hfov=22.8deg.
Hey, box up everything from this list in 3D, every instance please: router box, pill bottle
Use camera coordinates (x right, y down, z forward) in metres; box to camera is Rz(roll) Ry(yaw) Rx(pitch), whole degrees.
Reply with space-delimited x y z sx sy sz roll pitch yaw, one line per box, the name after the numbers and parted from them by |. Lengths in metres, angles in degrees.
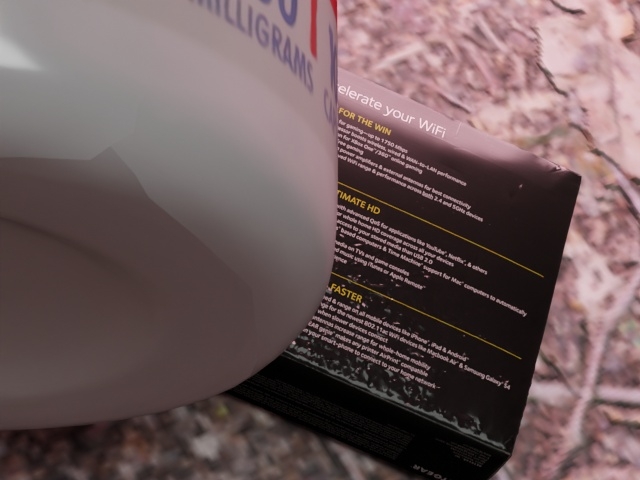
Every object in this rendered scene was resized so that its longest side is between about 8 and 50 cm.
0.000 0.000 0.599 0.179 0.046 0.133 24 55 -5 | router box
-0.109 -0.165 0.490 0.229 0.229 0.407 7 65 -16 | pill bottle
